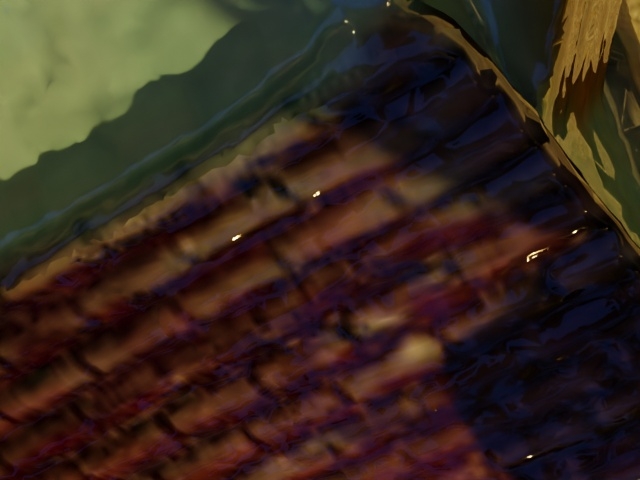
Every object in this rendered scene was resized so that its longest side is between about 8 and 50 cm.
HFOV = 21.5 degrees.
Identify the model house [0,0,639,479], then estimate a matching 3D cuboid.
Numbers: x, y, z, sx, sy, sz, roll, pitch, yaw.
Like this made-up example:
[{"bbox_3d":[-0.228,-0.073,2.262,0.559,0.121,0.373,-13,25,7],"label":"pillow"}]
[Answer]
[{"bbox_3d":[0.000,0.000,0.539,0.280,0.230,0.249,-28,96,27],"label":"model house"}]
